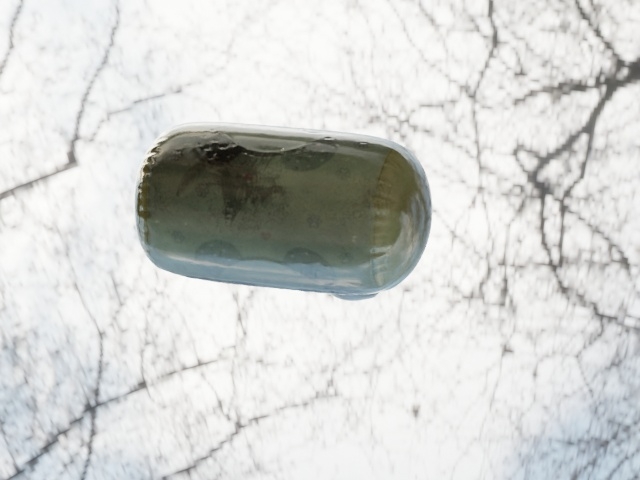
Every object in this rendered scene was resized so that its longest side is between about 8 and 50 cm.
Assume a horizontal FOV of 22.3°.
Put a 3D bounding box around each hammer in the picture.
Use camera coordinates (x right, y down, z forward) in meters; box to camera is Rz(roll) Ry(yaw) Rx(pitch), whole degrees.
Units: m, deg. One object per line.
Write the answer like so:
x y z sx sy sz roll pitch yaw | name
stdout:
0.000 0.000 1.180 0.202 0.305 0.113 9 -100 18 | hammer
